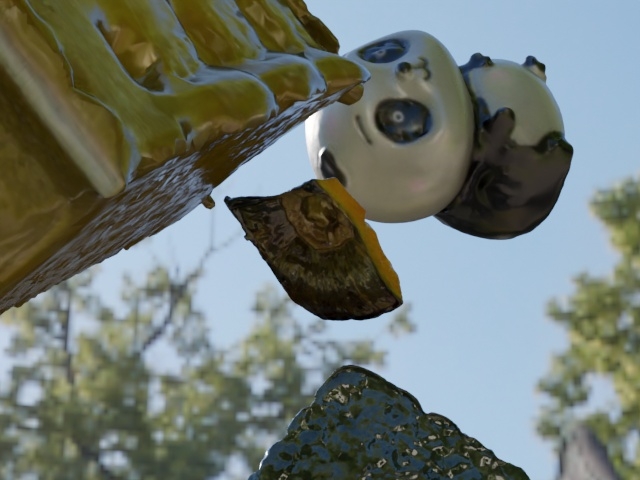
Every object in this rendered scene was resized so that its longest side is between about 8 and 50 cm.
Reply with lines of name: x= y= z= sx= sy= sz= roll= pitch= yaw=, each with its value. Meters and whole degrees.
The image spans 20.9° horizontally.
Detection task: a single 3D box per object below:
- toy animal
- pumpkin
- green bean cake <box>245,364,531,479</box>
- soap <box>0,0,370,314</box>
toy animal: x=0.099 y=-0.095 z=1.602 sx=0.235 sy=0.187 sz=0.165 roll=13 pitch=-49 yaw=-25
pumpkin: x=0.000 y=0.001 z=1.003 sx=0.073 sy=0.035 sz=0.101 roll=-20 pitch=-68 yaw=36
green bean cake: x=0.038 y=0.206 z=1.223 sx=0.183 sy=0.185 sz=0.094 roll=32 pitch=-17 yaw=17
soap: x=-0.155 y=-0.144 z=0.756 sx=0.156 sy=0.335 sz=0.293 roll=-36 pitch=2 yaw=23
